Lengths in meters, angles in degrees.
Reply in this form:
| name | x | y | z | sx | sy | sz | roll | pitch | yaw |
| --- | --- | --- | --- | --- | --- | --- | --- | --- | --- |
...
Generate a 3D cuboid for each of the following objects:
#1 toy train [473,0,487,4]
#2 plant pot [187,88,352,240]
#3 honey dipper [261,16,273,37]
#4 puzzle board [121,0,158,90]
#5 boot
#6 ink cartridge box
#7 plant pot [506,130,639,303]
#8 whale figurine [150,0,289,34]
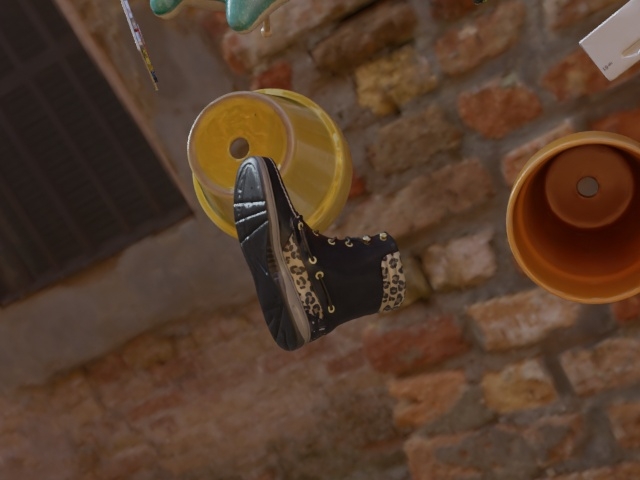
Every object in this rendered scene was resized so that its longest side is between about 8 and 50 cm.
| name | x | y | z | sx | sy | sz | roll | pitch | yaw |
| --- | --- | --- | --- | --- | --- | --- | --- | --- | --- |
| toy train | 0.113 | -0.204 | 0.787 | 0.024 | 0.083 | 0.017 | -2 | 21 | 7 |
| plant pot | -0.094 | -0.123 | 1.774 | 0.254 | 0.254 | 0.239 | -28 | -12 | 8 |
| honey dipper | -0.076 | -0.321 | 1.614 | 0.030 | 0.030 | 0.160 | -31 | -12 | -8 |
| puzzle board | -0.264 | -0.293 | 1.673 | 0.011 | 0.128 | 0.096 | -21 | -30 | -4 |
| boot | -0.001 | 0.001 | 1.409 | 0.179 | 0.236 | 0.085 | -14 | -1 | -32 |
| ink cartridge box | 0.319 | -0.214 | 1.115 | 0.122 | 0.052 | 0.088 | -37 | -2 | -46 |
| plant pot | 0.340 | -0.047 | 1.444 | 0.205 | 0.205 | 0.188 | -26 | 10 | 18 |
| whale figurine | -0.131 | -0.360 | 1.407 | 0.216 | 0.141 | 0.272 | -38 | 47 | 0 |
